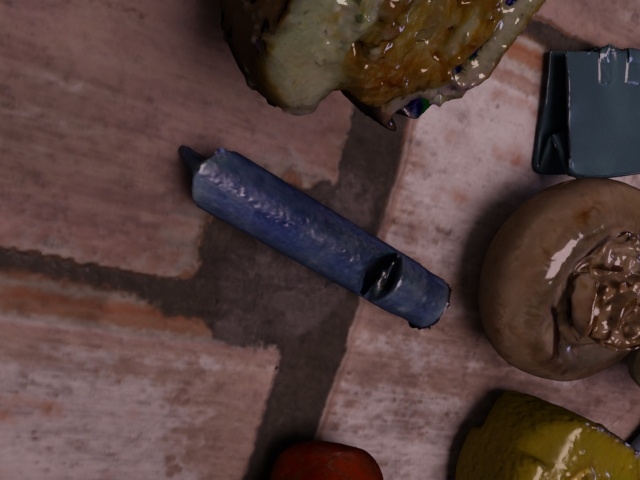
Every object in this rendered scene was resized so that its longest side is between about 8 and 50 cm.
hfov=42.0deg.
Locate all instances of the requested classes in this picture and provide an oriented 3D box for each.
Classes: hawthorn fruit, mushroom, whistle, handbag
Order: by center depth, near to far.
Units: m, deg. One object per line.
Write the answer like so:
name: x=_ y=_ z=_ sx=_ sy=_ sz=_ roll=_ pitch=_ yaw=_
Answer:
whistle: x=0.000 y=0.000 z=0.765 sx=0.304 sy=0.062 sz=0.062 roll=30 pitch=87 yaw=-33
hawthorn fruit: x=0.001 y=0.252 z=0.804 sx=0.128 sy=0.128 sz=0.128 roll=-8 pitch=107 yaw=-28
mushroom: x=0.275 y=0.046 z=0.864 sx=0.226 sy=0.178 sz=0.226 roll=-13 pitch=116 yaw=-30
handbag: x=0.340 y=-0.144 z=0.930 sx=0.221 sy=0.057 sz=0.144 roll=-5 pitch=101 yaw=-29

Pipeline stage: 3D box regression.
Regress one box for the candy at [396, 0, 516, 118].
candy: x=0.157 y=-0.245 z=0.790 sx=0.312 sy=0.061 sz=0.088 roll=-44 pitch=121 yaw=-12

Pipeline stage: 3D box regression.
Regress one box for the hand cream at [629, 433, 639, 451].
hand cream: x=0.454 y=0.275 z=1.109 sx=0.271 sy=0.058 sz=0.091 roll=-44 pitch=117 yaw=-7

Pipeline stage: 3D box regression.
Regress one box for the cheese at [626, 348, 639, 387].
cheese: x=0.459 y=0.079 z=0.997 sx=0.159 sy=0.093 sz=0.263 roll=32 pitch=66 yaw=-34

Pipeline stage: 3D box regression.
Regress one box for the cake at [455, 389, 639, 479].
cake: x=0.271 y=0.293 z=0.952 sx=0.260 sy=0.156 sz=0.179 roll=33 pitch=79 yaw=-31

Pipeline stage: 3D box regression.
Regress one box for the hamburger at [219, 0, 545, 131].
hamburger: x=0.051 y=-0.252 z=0.595 sx=0.195 sy=0.277 sz=0.318 roll=14 pitch=120 yaw=-32
